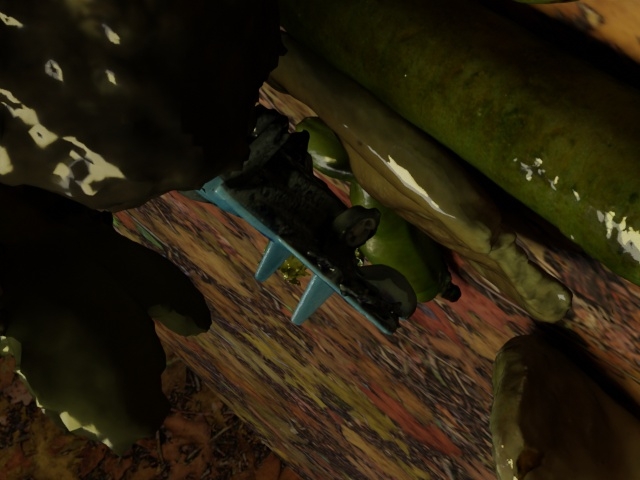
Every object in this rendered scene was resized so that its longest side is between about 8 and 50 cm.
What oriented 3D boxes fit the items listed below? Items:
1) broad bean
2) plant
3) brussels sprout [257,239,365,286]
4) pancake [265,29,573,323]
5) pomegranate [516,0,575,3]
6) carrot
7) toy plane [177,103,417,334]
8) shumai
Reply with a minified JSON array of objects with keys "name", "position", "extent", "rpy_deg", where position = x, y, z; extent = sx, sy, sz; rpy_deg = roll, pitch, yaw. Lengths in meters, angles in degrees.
[{"name":"broad bean","position":[0.045,-0.012,1.048],"extent":[0.070,0.048,0.213],"rpy_deg":[26,161,41]},{"name":"plant","position":[-0.123,-0.070,0.621],"extent":[0.213,0.312,0.215],"rpy_deg":[7,-156,1]},{"name":"brussels sprout","position":[0.000,0.000,1.223],"extent":[0.085,0.058,0.085],"rpy_deg":[10,143,8]},{"name":"pancake","position":[0.050,-0.034,0.863],"extent":[0.222,0.042,0.236],"rpy_deg":[41,-177,20]},{"name":"pomegranate","position":[0.062,-0.138,0.458],"extent":[0.114,0.114,0.142],"rpy_deg":[55,-170,-48]},{"name":"carrot","position":[0.049,-0.091,0.727],"extent":[0.358,0.074,0.074],"rpy_deg":[38,168,29]},{"name":"toy plane","position":[-0.027,-0.028,0.841],"extent":[0.169,0.078,0.246],"rpy_deg":[49,178,31]},{"name":"shumai","position":[0.183,0.159,1.059],"extent":[0.120,0.201,0.201],"rpy_deg":[-6,152,11]}]
